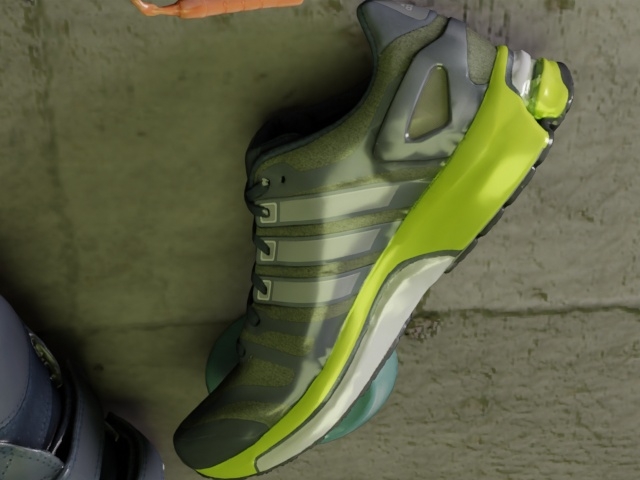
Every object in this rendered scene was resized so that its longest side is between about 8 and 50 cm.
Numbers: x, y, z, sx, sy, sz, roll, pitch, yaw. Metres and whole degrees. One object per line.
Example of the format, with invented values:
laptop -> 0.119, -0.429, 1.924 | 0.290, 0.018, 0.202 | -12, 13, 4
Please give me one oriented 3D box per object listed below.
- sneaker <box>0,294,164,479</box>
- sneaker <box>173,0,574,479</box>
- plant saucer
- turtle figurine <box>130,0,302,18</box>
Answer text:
sneaker -> -0.153, 0.139, 0.810 | 0.127, 0.126, 0.321 | 0, 137, 0
sneaker -> 0.000, 0.000, 0.740 | 0.121, 0.111, 0.300 | 34, 107, -6
plant saucer -> -0.010, 0.088, 0.849 | 0.119, 0.021, 0.119 | -3, 127, -4
turtle figurine -> -0.130, -0.196, 0.588 | 0.270, 0.087, 0.217 | 8, 118, -1
